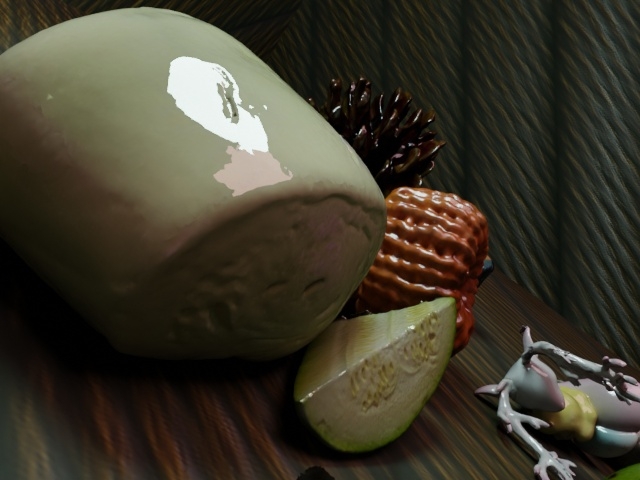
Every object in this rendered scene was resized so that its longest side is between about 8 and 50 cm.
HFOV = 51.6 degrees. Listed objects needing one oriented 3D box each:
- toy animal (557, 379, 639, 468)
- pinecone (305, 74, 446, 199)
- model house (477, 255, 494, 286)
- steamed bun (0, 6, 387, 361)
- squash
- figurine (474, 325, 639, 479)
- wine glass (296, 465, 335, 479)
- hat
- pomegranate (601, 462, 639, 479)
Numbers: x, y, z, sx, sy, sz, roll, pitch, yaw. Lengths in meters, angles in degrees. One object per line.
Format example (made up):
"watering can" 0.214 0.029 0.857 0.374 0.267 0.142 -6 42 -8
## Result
"toy animal" 0.535 0.360 1.260 0.236 0.138 0.108 14 43 29
"pinecone" 0.086 -0.207 1.572 0.397 0.398 0.398 31 13 -8
"model house" 0.206 0.055 1.466 0.253 0.184 0.291 44 29 18
"steamed bun" -0.119 -0.060 0.745 0.371 0.290 0.456 40 14 20
"squash" 0.085 0.162 0.771 0.203 0.111 0.289 -12 6 4
"figurine" 0.413 0.262 1.081 0.315 0.207 0.284 21 6 -28
"wine glass" 0.061 0.242 0.585 0.198 0.066 0.066 25 14 -40
"hat" 0.064 0.049 1.083 0.400 0.285 0.285 4 5 16
"pomegranate" 0.263 0.282 0.532 0.285 0.231 0.231 30 13 -18
